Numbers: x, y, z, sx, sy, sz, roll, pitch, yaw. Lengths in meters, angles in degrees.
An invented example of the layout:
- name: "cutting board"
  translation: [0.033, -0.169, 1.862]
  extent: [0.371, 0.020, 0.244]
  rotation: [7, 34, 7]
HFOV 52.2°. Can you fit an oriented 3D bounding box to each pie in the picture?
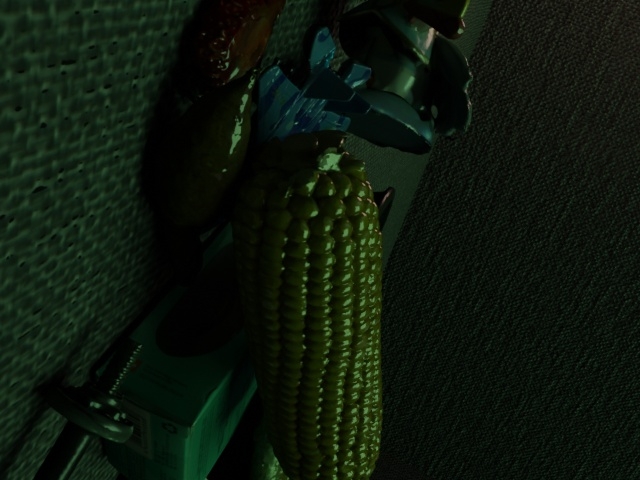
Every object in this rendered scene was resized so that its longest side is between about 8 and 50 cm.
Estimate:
- name: "pie"
  translation: [-0.040, 0.253, 0.908]
  extent: [0.277, 0.079, 0.277]
  rotation: [-56, 159, -36]

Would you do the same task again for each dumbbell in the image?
- name: "dumbbell"
  translation: [-0.224, 0.196, 0.548]
  extent: [0.254, 0.082, 0.081]
  rotation: [-61, 168, -14]

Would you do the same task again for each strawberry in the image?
- name: "strawberry"
  translation: [-0.067, -0.173, 0.567]
  extent: [0.152, 0.048, 0.104]
  rotation: [-53, 168, -34]

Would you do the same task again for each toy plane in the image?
- name: "toy plane"
  translation: [-0.053, -0.097, 0.656]
  extent: [0.246, 0.078, 0.169]
  rotation: [-40, 157, 17]

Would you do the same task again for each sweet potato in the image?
- name: "sweet potato"
  translation: [-0.115, -0.042, 0.580]
  extent: [0.075, 0.075, 0.269]
  rotation: [-54, 173, -45]

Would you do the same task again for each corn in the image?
- name: "corn"
  translation: [-0.008, 0.086, 0.638]
  extent: [0.144, 0.144, 0.387]
  rotation: [-47, 140, -57]

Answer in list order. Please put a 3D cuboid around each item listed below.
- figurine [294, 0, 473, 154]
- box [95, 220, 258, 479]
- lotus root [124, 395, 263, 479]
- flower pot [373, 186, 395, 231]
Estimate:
- name: "figurine"
  translation: [0.151, -0.304, 0.799]
  extent: [0.277, 0.248, 0.388]
  rotation: [18, -94, 61]
- name: "box"
  translation: [-0.119, 0.123, 0.774]
  extent: [0.311, 0.118, 0.205]
  rotation: [-55, 167, -42]
- name: "lotus root"
  translation: [-0.164, 0.320, 0.936]
  extent: [0.260, 0.149, 0.267]
  rotation: [-37, 147, -68]
- name: "flower pot"
  translation: [0.000, 0.000, 0.979]
  extent: [0.235, 0.148, 0.235]
  rotation: [25, 90, -83]
